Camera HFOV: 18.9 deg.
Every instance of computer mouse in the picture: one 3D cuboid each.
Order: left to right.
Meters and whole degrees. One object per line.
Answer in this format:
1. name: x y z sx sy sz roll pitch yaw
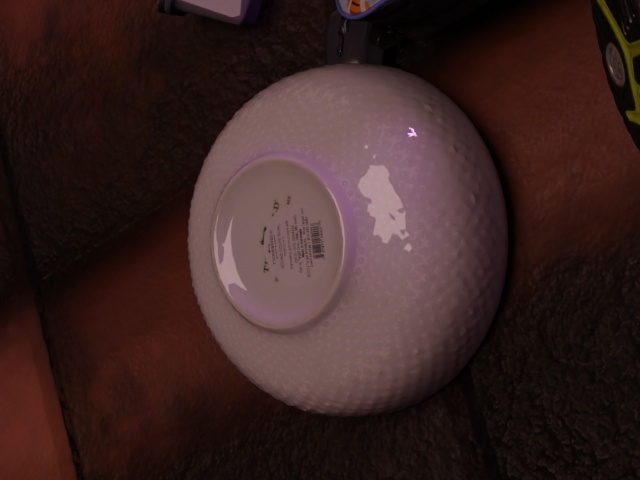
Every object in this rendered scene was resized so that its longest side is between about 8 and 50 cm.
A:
1. computer mouse: 0.027 -0.242 1.899 0.071 0.041 0.242 -17 73 36

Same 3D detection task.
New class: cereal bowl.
1. cereal bowl: 0.000 0.000 1.800 0.339 0.141 0.338 0 90 38

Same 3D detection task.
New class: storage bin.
1. storage bin: -0.097 -0.282 1.980 0.091 0.098 0.135 22 98 10

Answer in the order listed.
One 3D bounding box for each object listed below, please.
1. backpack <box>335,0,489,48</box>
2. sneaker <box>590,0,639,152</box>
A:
1. backpack: 0.094 -0.348 1.765 0.277 0.213 0.263 -23 62 35
2. sneaker: 0.305 -0.225 1.608 0.145 0.147 0.384 -175 72 -79
